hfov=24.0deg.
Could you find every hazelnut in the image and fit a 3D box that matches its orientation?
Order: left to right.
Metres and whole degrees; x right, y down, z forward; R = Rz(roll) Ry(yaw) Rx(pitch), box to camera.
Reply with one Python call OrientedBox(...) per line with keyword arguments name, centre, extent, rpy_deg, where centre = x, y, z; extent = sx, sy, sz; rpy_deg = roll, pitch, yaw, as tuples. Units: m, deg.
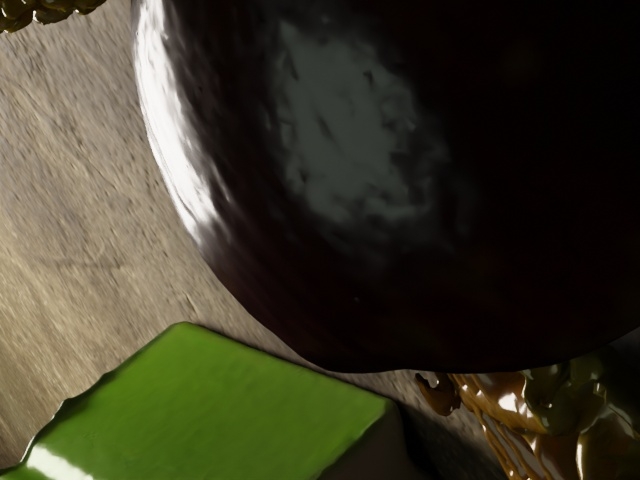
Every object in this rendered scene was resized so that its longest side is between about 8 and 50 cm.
OrientedBox(name="hazelnut", centre=(0.048, -0.071, 0.432), extent=(0.218, 0.218, 0.234), rpy_deg=(50, 179, 2))

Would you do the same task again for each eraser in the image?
OrientedBox(name="eraser", centre=(-0.082, 0.166, 1.004), extent=(0.274, 0.210, 0.092), rpy_deg=(13, 137, 52))

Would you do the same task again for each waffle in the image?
OrientedBox(name="waffle", centre=(0.134, 0.122, 0.619), extent=(0.302, 0.068, 0.325), rpy_deg=(48, 173, 46))

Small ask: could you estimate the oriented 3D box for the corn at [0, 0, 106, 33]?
OrientedBox(name="corn", centre=(-0.169, -0.232, 0.721), extent=(0.101, 0.101, 0.292), rpy_deg=(28, 144, 43))
